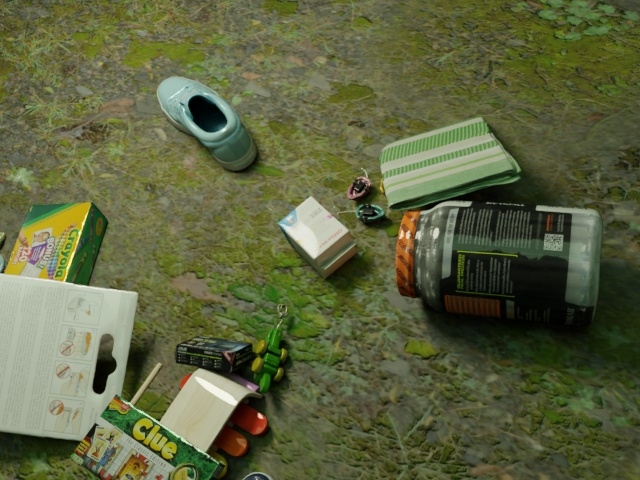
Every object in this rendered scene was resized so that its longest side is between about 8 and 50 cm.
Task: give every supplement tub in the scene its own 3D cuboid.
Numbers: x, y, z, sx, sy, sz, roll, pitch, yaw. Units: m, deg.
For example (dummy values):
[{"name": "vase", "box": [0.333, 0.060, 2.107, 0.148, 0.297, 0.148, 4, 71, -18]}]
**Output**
[{"name": "supplement tub", "box": [0.316, 0.035, 1.301, 0.338, 0.207, 0.207, 5, 61, 18]}]

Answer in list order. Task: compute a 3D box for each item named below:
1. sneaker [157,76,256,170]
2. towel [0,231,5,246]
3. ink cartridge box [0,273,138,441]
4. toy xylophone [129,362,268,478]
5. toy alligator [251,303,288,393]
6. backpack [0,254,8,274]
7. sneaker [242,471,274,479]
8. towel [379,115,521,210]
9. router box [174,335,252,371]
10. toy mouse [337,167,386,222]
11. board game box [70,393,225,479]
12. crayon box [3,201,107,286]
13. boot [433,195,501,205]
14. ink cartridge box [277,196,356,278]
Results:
[{"name": "sneaker", "box": [-0.285, -0.318, 1.733, 0.135, 0.150, 0.366, -43, 57, -13]}, {"name": "towel", "box": [-0.827, 0.034, 1.746, 0.110, 0.027, 0.148, 13, 62, 22]}, {"name": "ink cartridge box", "box": [-0.572, 0.232, 1.477, 0.385, 0.091, 0.308, 7, 80, 1]}, {"name": "toy xylophone", "box": [-0.260, 0.359, 1.342, 0.236, 0.081, 0.322, 31, 72, 30]}, {"name": "toy alligator", "box": [-0.098, 0.212, 1.411, 0.051, 0.056, 0.189, -38, 32, 46]}, {"name": "backpack", "box": [-0.773, 0.108, 1.632, 0.152, 0.115, 0.182, 34, 70, 33]}, {"name": "sneaker", "box": [-0.164, 0.499, 1.183, 0.099, 0.153, 0.282, 18, 65, 25]}, {"name": "towel", "box": [0.242, -0.157, 1.457, 0.248, 0.038, 0.324, -15, 26, 7]}, {"name": "router box", "box": [-0.204, 0.217, 1.408, 0.123, 0.092, 0.038, 5, 96, 19]}, {"name": "toy mouse", "box": [0.100, -0.083, 1.545, 0.143, 0.031, 0.161, -32, 55, -5]}, {"name": "board game box", "box": [-0.304, 0.385, 1.273, 0.260, 0.030, 0.136, 23, 66, 28]}, {"name": "crayon box", "box": [-0.601, 0.051, 1.636, 0.166, 0.081, 0.278, -2, 58, 16]}, {"name": "boot", "box": [0.296, -0.077, 1.484, 0.106, 0.037, 0.114, -30, 51, -6]}, {"name": "ink cartridge box", "box": [0.000, 0.000, 1.486, 0.092, 0.090, 0.143, -39, 58, -9]}]
